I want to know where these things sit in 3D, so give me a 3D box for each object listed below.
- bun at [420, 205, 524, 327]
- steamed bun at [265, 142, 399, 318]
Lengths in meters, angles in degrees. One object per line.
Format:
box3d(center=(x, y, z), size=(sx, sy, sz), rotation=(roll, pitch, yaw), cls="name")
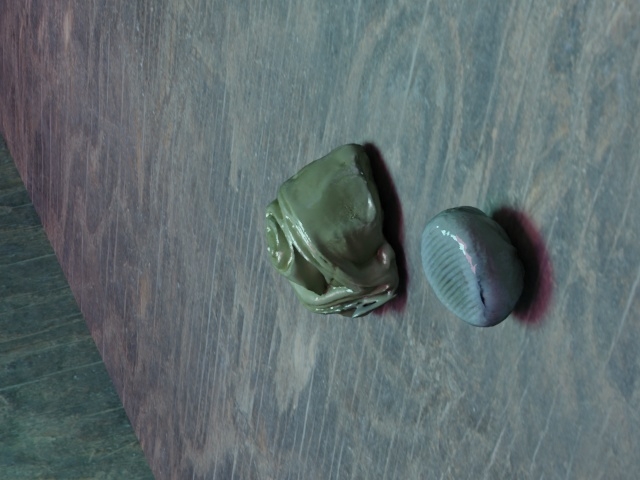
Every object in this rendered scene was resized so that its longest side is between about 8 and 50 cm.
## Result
box3d(center=(0.170, 0.024, 1.821), size=(0.141, 0.083, 0.141), rotation=(52, 156, 35), cls="bun")
box3d(center=(0.001, 0.002, 2.142), size=(0.218, 0.144, 0.211), rotation=(144, 111, -68), cls="steamed bun")
